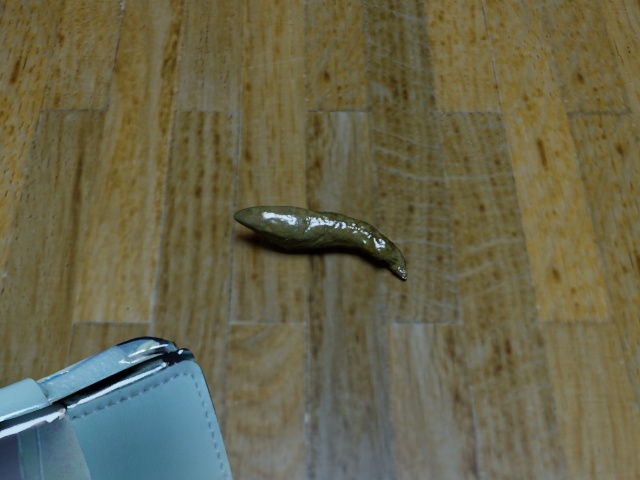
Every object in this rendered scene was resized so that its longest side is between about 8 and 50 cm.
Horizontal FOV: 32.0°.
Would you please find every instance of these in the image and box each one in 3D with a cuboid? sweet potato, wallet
[{"bbox_3d":[0.003,-0.006,0.935,0.153,0.038,0.041,16,74,1],"label":"sweet potato"},{"bbox_3d":[-0.174,0.175,0.673,0.250,0.176,0.075,-20,18,-23],"label":"wallet"}]
